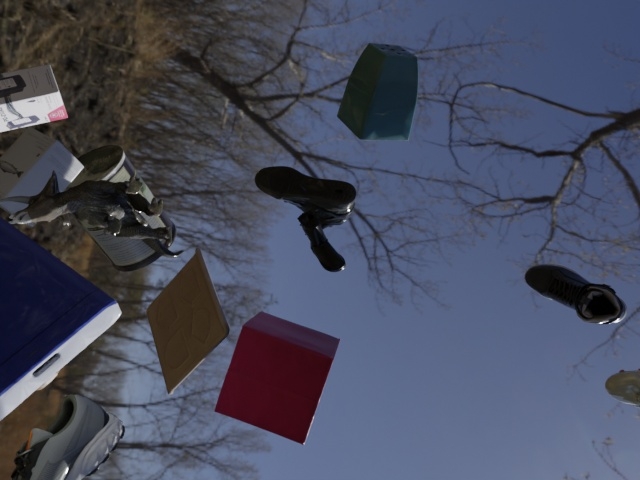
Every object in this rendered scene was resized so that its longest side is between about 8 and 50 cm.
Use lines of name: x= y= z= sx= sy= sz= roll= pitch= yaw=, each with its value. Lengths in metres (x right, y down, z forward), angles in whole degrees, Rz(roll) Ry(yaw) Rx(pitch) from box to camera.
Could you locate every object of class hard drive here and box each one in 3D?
hard drive: x=-0.439 y=0.076 z=0.733 sx=0.319 sy=0.210 sz=0.040 roll=28 pitch=-35 yaw=24

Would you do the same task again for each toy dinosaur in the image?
toy dinosaur: x=-0.347 y=-0.050 z=0.989 sx=0.160 sy=0.313 sz=0.121 roll=13 pitch=-92 yaw=31

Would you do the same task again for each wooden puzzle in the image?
wooden puzzle: x=-0.401 y=0.248 z=1.798 sx=0.348 sy=0.081 sz=0.322 roll=-49 pitch=-131 yaw=26

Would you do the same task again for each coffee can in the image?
coffee can: x=-0.536 y=-0.082 z=1.544 sx=0.201 sy=0.202 sz=0.275 roll=-113 pitch=178 yaw=-52

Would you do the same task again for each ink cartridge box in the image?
ink cartridge box: x=-0.890 y=-0.411 z=1.717 sx=0.172 sy=0.237 sz=0.100 roll=134 pitch=-63 yaw=-69

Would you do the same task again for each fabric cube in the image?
fabric cube: x=-0.112 y=0.376 z=1.649 sx=0.254 sy=0.258 sz=0.259 roll=-23 pitch=132 yaw=-85

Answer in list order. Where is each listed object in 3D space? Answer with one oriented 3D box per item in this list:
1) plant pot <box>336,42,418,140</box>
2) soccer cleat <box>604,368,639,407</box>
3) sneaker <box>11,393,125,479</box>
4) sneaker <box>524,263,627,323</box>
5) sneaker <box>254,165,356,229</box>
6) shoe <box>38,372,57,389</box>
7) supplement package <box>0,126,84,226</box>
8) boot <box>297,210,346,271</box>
plant pot: x=0.175 y=-0.425 z=1.654 sx=0.165 sy=0.166 sz=0.234 roll=56 pitch=-38 yaw=46
soccer cleat: x=0.586 y=0.271 z=0.990 sx=0.076 sy=0.196 sz=0.068 roll=-78 pitch=-177 yaw=-64
sneaker: x=-0.396 y=0.336 z=0.812 sx=0.100 sy=0.108 sz=0.271 roll=-19 pitch=-152 yaw=37
sneaker: x=0.544 y=0.111 z=1.268 sx=0.226 sy=0.163 sz=0.086 roll=24 pitch=-80 yaw=29
sneaker: x=-0.036 y=-0.087 z=1.287 sx=0.130 sy=0.228 sz=0.087 roll=92 pitch=14 yaw=-55
shoe: x=-0.557 y=0.220 z=1.233 sx=0.058 sy=0.076 sz=0.219 roll=-38 pitch=-150 yaw=16
supplement package: x=-0.637 y=-0.140 z=1.284 sx=0.179 sy=0.105 sz=0.105 roll=-57 pitch=153 yaw=-17
boot: x=0.001 y=0.000 z=1.189 sx=0.121 sy=0.045 sz=0.099 roll=45 pitch=-19 yaw=48
